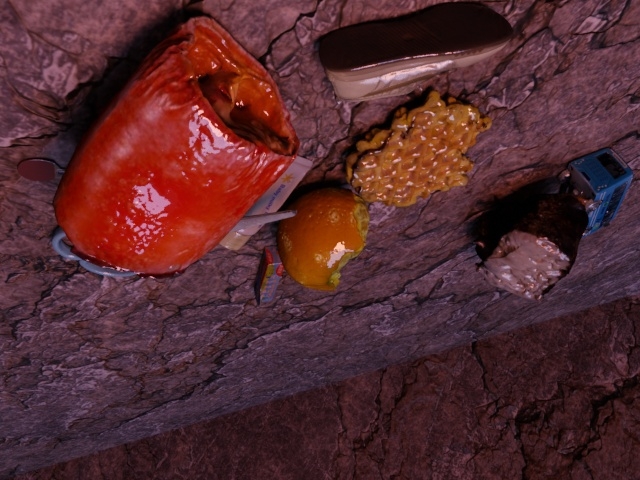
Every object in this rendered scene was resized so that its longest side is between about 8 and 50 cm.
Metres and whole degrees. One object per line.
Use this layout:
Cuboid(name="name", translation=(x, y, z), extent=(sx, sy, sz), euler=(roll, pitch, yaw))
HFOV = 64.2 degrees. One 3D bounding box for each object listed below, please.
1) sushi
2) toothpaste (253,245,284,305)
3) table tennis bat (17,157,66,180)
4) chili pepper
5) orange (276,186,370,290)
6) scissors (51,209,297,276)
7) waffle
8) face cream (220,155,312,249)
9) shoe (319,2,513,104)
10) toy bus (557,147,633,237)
Cuboid(name="sushi", translation=(0.511, 0.001, 1.276), extent=(0.235, 0.207, 0.348), euler=(27, 160, 10))
Cuboid(name="toothpaste", translation=(-0.122, 0.092, 1.225), extent=(0.044, 0.070, 0.193), euler=(-5, 149, -19))
Cuboid(name="table tennis bat", translation=(-0.413, -0.107, 0.778), extent=(0.083, 0.007, 0.050), euler=(1, 146, -27))
Cuboid(name="chili pepper", translation=(-0.179, -0.105, 0.693), extent=(0.251, 0.229, 0.305), euler=(31, 128, -34))
Cuboid(name="orange", translation=(-0.006, 0.001, 1.015), extent=(0.159, 0.179, 0.237), euler=(-3, 155, -17))
Cuboid(name="scissors", translation=(-0.257, -0.009, 0.931), extent=(0.448, 0.029, 0.192), euler=(-11, 150, 11))
Cuboid(name="waffle", translation=(0.189, -0.160, 0.975), extent=(0.282, 0.058, 0.301), euler=(-23, 152, 13))
Cuboid(name="face cream", translation=(-0.117, -0.079, 0.950), extent=(0.114, 0.070, 0.224), euler=(14, 130, -44))
Cuboid(name="shoe", translation=(0.136, -0.262, 0.727), extent=(0.275, 0.103, 0.098), euler=(-11, 152, 0))
Cuboid(name="toy bus", translation=(0.677, -0.112, 1.274), extent=(0.134, 0.113, 0.246), euler=(-27, 149, 4))
